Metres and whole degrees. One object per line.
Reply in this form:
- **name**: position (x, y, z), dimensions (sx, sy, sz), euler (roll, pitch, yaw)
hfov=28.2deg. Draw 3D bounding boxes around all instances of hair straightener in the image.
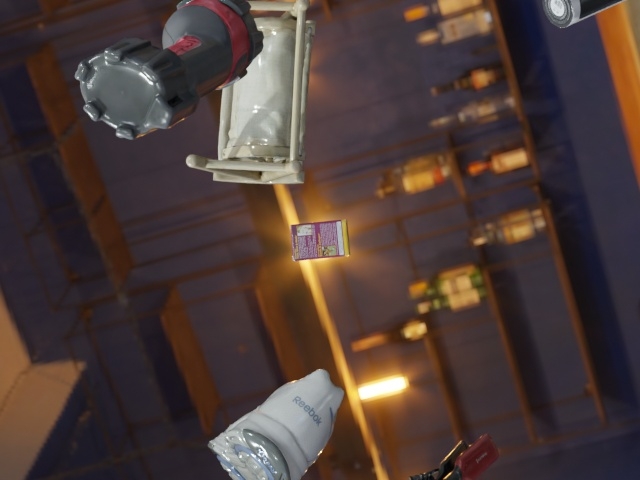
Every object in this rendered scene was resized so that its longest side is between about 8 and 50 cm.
- **hair straightener**: position (0.154, 0.329, 1.687), dimensions (0.230, 0.089, 0.047), euler (-36, -80, -53)

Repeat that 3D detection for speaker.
- **speaker**: position (0.342, -0.311, 1.580), dimensions (0.055, 0.136, 0.055), euler (43, 147, 37)

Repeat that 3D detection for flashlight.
- **flashlight**: position (-0.144, -0.176, 1.235), dimensions (0.103, 0.103, 0.304), euler (69, -159, -11)

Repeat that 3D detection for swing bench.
- **swing bench**: position (-0.091, -0.219, 1.921), dimensions (0.254, 0.165, 0.253), euler (18, -104, -85)

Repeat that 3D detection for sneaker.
- **sneaker**: position (-0.038, 0.217, 1.387), dimensions (0.111, 0.129, 0.297), euler (46, 161, 0)

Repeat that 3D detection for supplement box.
- **supplement box**: position (0.000, 0.000, 1.853), dimensions (0.043, 0.083, 0.055), euler (10, -104, -88)
